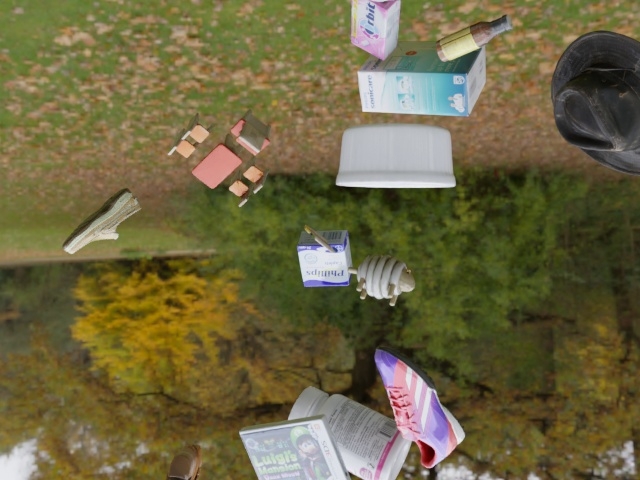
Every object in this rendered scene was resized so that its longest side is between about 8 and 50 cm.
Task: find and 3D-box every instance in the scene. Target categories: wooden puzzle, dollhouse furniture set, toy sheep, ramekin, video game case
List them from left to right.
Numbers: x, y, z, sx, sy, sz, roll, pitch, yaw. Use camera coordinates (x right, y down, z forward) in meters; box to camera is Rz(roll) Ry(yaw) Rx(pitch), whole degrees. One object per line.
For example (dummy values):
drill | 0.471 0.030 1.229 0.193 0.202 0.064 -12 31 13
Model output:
dollhouse furniture set | -0.256 -0.235 2.069 0.262 0.135 0.259 37 129 -20
video game case | -0.046 0.425 1.437 0.191 0.173 0.022 -16 -169 27
wooden puzzle | 0.000 0.000 1.836 0.116 0.014 0.078 39 -172 -17
toy sheep | 0.110 0.067 1.372 0.132 0.091 0.091 13 -177 19
ramekin | 0.176 -0.193 1.741 0.278 0.135 0.277 1 -178 0

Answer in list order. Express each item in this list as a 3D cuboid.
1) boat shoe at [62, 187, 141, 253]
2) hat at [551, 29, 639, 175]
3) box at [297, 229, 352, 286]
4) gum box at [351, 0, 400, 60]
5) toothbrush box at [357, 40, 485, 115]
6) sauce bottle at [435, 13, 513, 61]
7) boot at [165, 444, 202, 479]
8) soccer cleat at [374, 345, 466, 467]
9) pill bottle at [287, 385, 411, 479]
boat shoe | -0.463 -0.028 1.611 0.190 0.072 0.068 -45 -156 -20
hat | 0.581 -0.259 1.539 0.134 0.331 0.331 -29 -169 -29
box | 0.014 0.048 1.980 0.126 0.137 0.072 -2 -146 11
gum box | 0.138 -0.557 1.885 0.107 0.062 0.188 34 158 18
toothbrush box | 0.275 -0.440 2.012 0.296 0.126 0.216 7 -142 24
sauce bottle | 0.256 -0.338 1.246 0.128 0.042 0.042 -15 171 34
boot | -0.294 0.523 1.557 0.073 0.197 0.152 22 175 4
soccer cleat | 0.198 0.359 1.615 0.116 0.318 0.109 -45 -153 -20
pill bottle | 0.070 0.480 1.856 0.283 0.160 0.160 22 -173 21
